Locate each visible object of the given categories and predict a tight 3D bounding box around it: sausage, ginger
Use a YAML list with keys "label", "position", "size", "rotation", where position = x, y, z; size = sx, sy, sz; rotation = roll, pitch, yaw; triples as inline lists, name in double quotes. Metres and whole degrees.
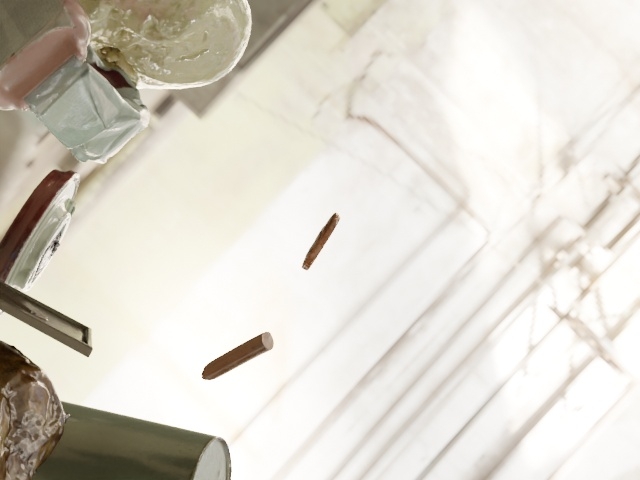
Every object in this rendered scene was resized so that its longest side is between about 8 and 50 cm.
- label: "sausage"
  position: [-0.105, 0.146, 1.642]
  size: [0.116, 0.026, 0.026]
  rotation: [-30, -165, 33]
- label: "ginger"
  position: [-0.507, 0.265, 1.893]
  size: [0.200, 0.223, 0.269]
  rotation: [78, 27, -44]

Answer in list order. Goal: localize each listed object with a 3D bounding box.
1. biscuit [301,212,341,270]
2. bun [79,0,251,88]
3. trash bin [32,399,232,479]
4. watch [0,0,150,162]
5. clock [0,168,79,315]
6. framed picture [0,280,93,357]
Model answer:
- label: "biscuit"
  position: [0.000, 0.000, 1.798]
  size: [0.091, 0.015, 0.078]
  rotation: [-57, -177, 16]
- label: "bun"
  position: [-0.289, -0.344, 1.966]
  size: [0.213, 0.361, 0.361]
  rotation: [-62, -171, -6]
- label: "trash bin"
  position: [-0.391, 0.417, 2.239]
  size: [0.280, 0.432, 0.280]
  rotation: [8, 90, -75]
- label: "watch"
  position: [-0.314, -0.196, 1.626]
  size: [0.162, 0.241, 0.253]
  rotation: [-38, -139, 3]
- label: "clock"
  position: [-0.535, 0.010, 2.461]
  size: [0.318, 0.080, 0.318]
  rotation: [-59, -175, 8]
- label: "framed picture"
  position: [-0.416, 0.103, 1.906]
  size: [0.018, 0.192, 0.265]
  rotation: [-60, -171, -3]
